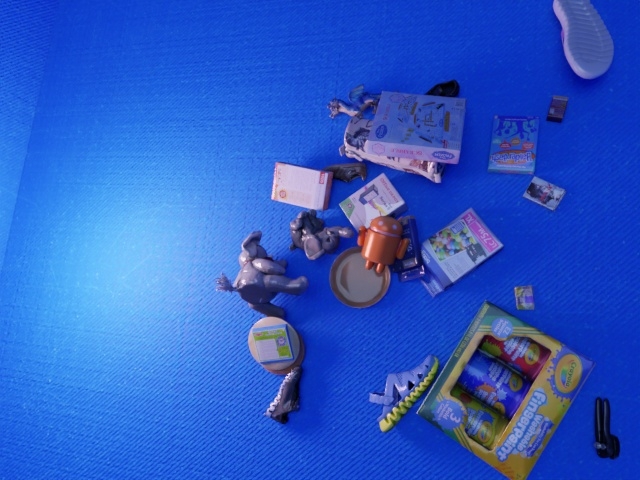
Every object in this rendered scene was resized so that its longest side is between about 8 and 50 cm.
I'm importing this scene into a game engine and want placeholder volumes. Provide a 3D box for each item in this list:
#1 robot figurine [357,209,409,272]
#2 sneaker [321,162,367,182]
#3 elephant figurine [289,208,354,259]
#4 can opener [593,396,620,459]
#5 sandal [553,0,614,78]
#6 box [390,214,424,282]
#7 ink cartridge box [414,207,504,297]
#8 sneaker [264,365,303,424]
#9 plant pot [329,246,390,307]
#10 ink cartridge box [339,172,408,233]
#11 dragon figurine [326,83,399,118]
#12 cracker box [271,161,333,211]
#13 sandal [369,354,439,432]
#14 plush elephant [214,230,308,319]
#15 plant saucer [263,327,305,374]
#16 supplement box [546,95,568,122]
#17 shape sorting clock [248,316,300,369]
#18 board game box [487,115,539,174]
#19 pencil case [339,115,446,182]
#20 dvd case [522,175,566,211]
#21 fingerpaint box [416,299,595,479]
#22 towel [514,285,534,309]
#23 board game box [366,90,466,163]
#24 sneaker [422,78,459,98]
[{"bbox_3d":[0.223,0.005,1.824,0.158,0.128,0.219,28,106,48],"label":"robot figurine"},{"bbox_3d":[0.091,-0.264,2.004,0.189,0.066,0.071,-6,78,17],"label":"sneaker"},{"bbox_3d":[0.000,0.000,1.921,0.169,0.186,0.239,-41,59,-18],"label":"elephant figurine"},{"bbox_3d":[0.892,0.591,1.585,0.059,0.073,0.185,-22,64,53],"label":"can opener"},{"bbox_3d":[0.944,-0.734,1.823,0.170,0.102,0.415,1,66,3],"label":"sandal"},{"bbox_3d":[0.308,0.033,1.853,0.136,0.037,0.225,-25,69,50],"label":"box"},{"bbox_3d":[0.478,0.046,1.822,0.311,0.065,0.185,-38,70,9],"label":"ink cartridge box"},{"bbox_3d":[-0.110,0.587,1.886,0.106,0.078,0.234,30,93,18],"label":"sneaker"},{"bbox_3d":[0.152,0.141,1.918,0.237,0.032,0.236,-4,77,16],"label":"plant pot"},{"bbox_3d":[0.204,-0.131,1.927,0.213,0.093,0.154,-34,70,7],"label":"ink cartridge box"},{"bbox_3d":[0.164,-0.573,2.035,0.289,0.085,0.144,-34,71,10],"label":"dragon figurine"},{"bbox_3d":[-0.073,-0.219,2.020,0.233,0.067,0.155,15,107,20],"label":"cracker box"},{"bbox_3d":[0.285,0.513,1.754,0.317,0.126,0.138,-48,65,2],"label":"sandal"},{"bbox_3d":[-0.229,0.125,1.948,0.330,0.271,0.255,17,42,-11],"label":"plush elephant"},{"bbox_3d":[-0.159,0.421,1.936,0.200,0.037,0.199,0,89,16],"label":"plant saucer"},{"bbox_3d":[0.857,-0.475,1.818,0.055,0.043,0.083,17,83,20],"label":"supplement box"},{"bbox_3d":[-0.175,0.388,1.899,0.207,0.040,0.206,3,102,16],"label":"shape sorting clock"},{"bbox_3d":[0.706,-0.350,1.838,0.160,0.047,0.210,5,81,18],"label":"board game box"},{"bbox_3d":[0.286,-0.342,1.907,0.411,0.160,0.183,20,72,20],"label":"pencil case"},{"bbox_3d":[0.797,-0.166,1.789,0.120,0.013,0.087,32,89,20],"label":"dvd case"},{"bbox_3d":[0.591,0.480,1.637,0.371,0.163,0.444,32,90,21],"label":"fingerpaint box"},{"bbox_3d":[0.708,0.198,1.742,0.060,0.009,0.083,-4,77,16],"label":"towel"},{"bbox_3d":[0.352,-0.415,1.814,0.319,0.065,0.318,9,50,12],"label":"board game box"},{"bbox_3d":[0.426,-0.550,1.945,0.233,0.090,0.081,-27,72,10],"label":"sneaker"}]
